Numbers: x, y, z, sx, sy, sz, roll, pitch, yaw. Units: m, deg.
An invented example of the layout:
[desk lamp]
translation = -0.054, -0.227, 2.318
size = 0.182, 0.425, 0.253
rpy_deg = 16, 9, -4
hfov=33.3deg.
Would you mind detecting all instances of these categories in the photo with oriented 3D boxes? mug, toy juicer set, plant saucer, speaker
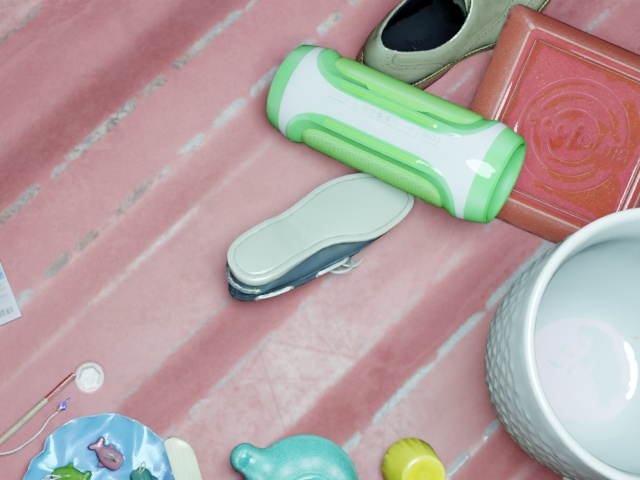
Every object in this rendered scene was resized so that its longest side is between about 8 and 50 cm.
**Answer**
[mug]
translation = 0.312, 0.179, 1.156
size = 0.276, 0.328, 0.374
rpy_deg = 4, 78, -4
[toy juicer set]
translation = -0.023, 0.328, 1.228
size = 0.329, 0.089, 0.209
rpy_deg = 5, 91, -12
[plant saucer]
translation = 0.311, -0.130, 1.328
size = 0.258, 0.048, 0.259
rpy_deg = 23, 92, -2
[speaker]
translation = 0.087, -0.129, 1.274
size = 0.297, 0.131, 0.131
rpy_deg = 27, 77, 18

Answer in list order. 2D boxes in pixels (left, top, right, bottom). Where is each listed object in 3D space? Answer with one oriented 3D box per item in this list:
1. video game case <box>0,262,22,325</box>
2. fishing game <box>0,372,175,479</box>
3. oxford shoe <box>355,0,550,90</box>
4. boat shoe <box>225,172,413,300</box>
[video game case]
translation = -0.421, 0.053, 1.285
size = 0.087, 0.011, 0.122
rpy_deg = -23, 81, -8
[fishing game]
translation = -0.256, 0.291, 1.235
size = 0.189, 0.041, 0.264
rpy_deg = -42, 84, -14
[oxford shoe]
translation = 0.200, -0.305, 1.349
size = 0.348, 0.130, 0.123
rpy_deg = -41, 84, -11
[boat shoe]
translation = 0.000, 0.000, 1.292
size = 0.254, 0.079, 0.095
rpy_deg = -31, 68, -24
